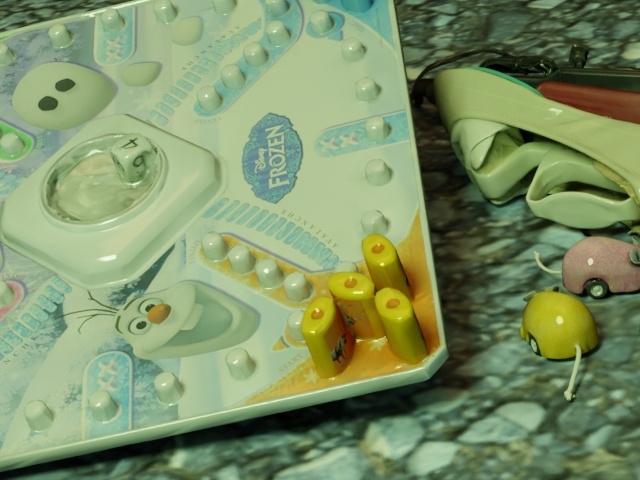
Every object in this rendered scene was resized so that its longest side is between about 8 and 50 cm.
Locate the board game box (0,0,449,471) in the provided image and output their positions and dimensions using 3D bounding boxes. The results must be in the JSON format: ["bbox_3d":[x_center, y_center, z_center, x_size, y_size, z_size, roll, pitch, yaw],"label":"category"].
[{"bbox_3d":[-0.135,-0.037,1.131,0.390,0.050,0.390,-12,45,7],"label":"board game box"}]

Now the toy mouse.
[{"bbox_3d":[0.183,0.026,1.069,0.143,0.031,0.161,-15,26,-7],"label":"toy mouse"}]

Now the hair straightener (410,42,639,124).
[{"bbox_3d":[0.167,-0.110,1.353,0.230,0.047,0.089,5,29,38],"label":"hair straightener"}]

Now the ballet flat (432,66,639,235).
[{"bbox_3d":[0.146,-0.055,1.205,0.086,0.086,0.248,-28,32,-32],"label":"ballet flat"}]

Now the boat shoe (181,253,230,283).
[{"bbox_3d":[0.000,-0.001,1.157,0.081,0.079,0.227,16,42,33],"label":"boat shoe"}]
